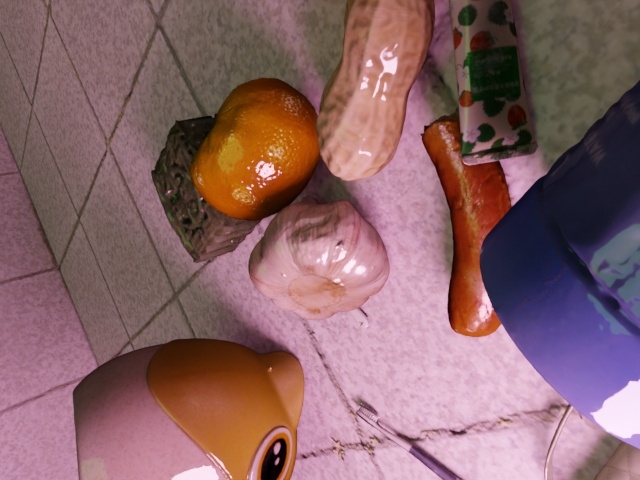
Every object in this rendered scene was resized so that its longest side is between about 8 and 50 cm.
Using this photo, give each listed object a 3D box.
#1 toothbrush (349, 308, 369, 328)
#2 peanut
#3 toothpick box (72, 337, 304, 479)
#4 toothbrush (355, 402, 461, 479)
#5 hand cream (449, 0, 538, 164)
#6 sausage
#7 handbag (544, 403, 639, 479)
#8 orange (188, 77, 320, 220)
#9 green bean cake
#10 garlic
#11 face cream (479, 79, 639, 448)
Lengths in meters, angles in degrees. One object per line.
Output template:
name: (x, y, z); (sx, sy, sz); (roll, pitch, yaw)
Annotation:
toothbrush: (0.006, 0.051, 0.889); (0.263, 0.026, 0.022); (51, 135, 18)
peanut: (0.069, -0.224, 0.646); (0.136, 0.121, 0.298); (54, 136, 48)
toothpick box: (-0.255, 0.405, 1.000); (0.409, 0.426, 0.408); (19, 111, 60)
toothbrush: (0.170, 0.361, 0.824); (0.288, 0.024, 0.026); (28, 110, 39)
hand cream: (0.183, -0.227, 0.553); (0.059, 0.096, 0.275); (-152, 51, -80)
sausage: (0.191, -0.020, 0.619); (0.103, 0.076, 0.301); (-1, 102, 56)
handbag: (0.361, 0.278, 0.547); (0.219, 0.079, 0.255); (39, 128, 36)
orange: (-0.101, -0.130, 0.788); (0.237, 0.179, 0.158); (-45, 42, 20)
green bean cake: (-0.237, -0.101, 1.020); (0.255, 0.132, 0.241); (-38, 79, 47)
garlic: (0.000, 0.000, 0.788); (0.212, 0.219, 0.218); (-90, 24, -43)
face cream: (0.295, 0.006, 0.389); (0.249, 0.249, 0.225); (52, 130, 21)
